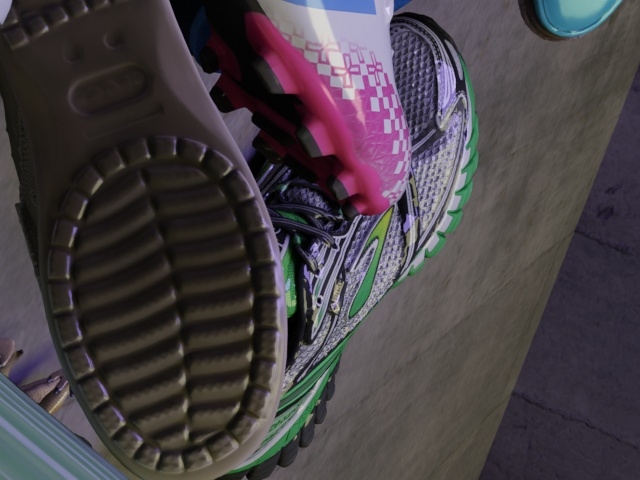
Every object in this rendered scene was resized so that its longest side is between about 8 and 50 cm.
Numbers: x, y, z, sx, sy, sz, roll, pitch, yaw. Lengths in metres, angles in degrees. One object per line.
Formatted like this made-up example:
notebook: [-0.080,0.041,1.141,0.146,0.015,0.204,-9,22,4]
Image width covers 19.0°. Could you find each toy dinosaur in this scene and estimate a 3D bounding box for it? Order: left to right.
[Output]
toy dinosaur: [-0.165,0.092,1.029,0.183,0.053,0.092,-43,168,-41]

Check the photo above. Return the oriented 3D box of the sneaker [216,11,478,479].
sneaker: [0.000,0.000,1.271,0.343,0.134,0.146,-64,164,-9]

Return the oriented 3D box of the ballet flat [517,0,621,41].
ballet flat: [0.180,-0.287,1.227,0.106,0.108,0.316,-129,-131,-56]

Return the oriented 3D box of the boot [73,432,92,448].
boot: [-0.155,0.214,1.081,0.161,0.083,0.246,-46,160,-23]

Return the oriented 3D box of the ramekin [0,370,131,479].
ramekin: [-0.184,0.184,0.742,0.303,0.148,0.303,-54,175,-8]

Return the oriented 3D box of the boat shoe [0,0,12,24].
boat shoe: [-0.158,-0.128,0.660,0.226,0.083,0.075,12,90,-87]

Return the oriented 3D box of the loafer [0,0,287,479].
loafer: [-0.081,-0.028,0.814,0.092,0.102,0.268,121,-46,-83]

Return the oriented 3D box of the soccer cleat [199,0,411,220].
soccer cleat: [-0.003,-0.139,0.913,0.143,0.116,0.331,-45,141,-11]

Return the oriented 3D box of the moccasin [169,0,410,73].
moccasin: [0.039,-0.210,1.094,0.342,0.117,0.137,-31,163,-26]
